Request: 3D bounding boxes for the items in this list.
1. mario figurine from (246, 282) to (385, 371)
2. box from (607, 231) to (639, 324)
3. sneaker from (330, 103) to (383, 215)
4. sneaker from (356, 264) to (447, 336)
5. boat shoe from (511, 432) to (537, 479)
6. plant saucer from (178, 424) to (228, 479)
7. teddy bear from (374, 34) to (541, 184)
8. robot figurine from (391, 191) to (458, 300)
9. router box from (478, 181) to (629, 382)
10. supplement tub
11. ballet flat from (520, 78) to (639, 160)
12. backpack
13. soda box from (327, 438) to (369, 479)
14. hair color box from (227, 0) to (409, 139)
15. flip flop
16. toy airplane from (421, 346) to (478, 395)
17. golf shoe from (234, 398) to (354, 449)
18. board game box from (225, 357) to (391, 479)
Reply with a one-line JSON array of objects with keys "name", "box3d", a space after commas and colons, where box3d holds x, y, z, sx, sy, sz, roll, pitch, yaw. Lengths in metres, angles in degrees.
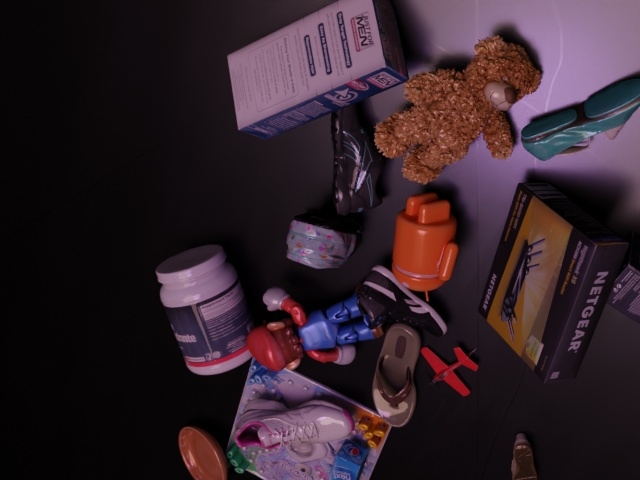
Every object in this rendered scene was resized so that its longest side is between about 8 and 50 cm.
[{"name": "mario figurine", "box3d": [-0.019, 0.196, 1.848, 0.321, 0.170, 0.198, -18, 69, 10]}, {"name": "box", "box3d": [0.621, 0.087, 1.486, 0.158, 0.156, 0.093, 33, 123, 7]}, {"name": "sneaker", "box3d": [0.075, -0.187, 1.662, 0.106, 0.101, 0.267, -4, 109, -3]}, {"name": "sneaker", "box3d": [0.165, 0.167, 1.735, 0.217, 0.121, 0.079, 41, 162, -6]}, {"name": "boat shoe", "box3d": [0.467, 0.515, 1.827, 0.056, 0.048, 0.153, -6, 117, 14]}, {"name": "plant saucer", "box3d": [-0.318, 0.597, 2.187, 0.200, 0.037, 0.200, 23, 124, 39]}, {"name": "teddy bear", "box3d": [0.259, -0.233, 1.511, 0.338, 0.113, 0.245, -19, 114, 24]}, {"name": "robot figurine", "box3d": [0.215, 0.013, 1.653, 0.158, 0.128, 0.219, 13, 118, 19]}, {"name": "router box", "box3d": [0.435, 0.077, 1.527, 0.081, 0.243, 0.308, -3, 121, -24]}, {"name": "supplement tub", "box3d": [-0.270, 0.166, 1.907, 0.191, 0.191, 0.272, -9, 109, 27]}, {"name": "ballet flat", "box3d": [0.495, -0.214, 1.461, 0.247, 0.083, 0.087, -22, 127, 31]}, {"name": "backpack", "box3d": [0.000, 0.000, 1.705, 0.152, 0.182, 0.115, 8, 93, 17]}, {"name": "soda box", "box3d": [0.056, 0.599, 1.970, 0.067, 0.071, 0.210, 22, 120, 14]}, {"name": "hair color box", "box3d": [-0.011, -0.341, 1.568, 0.347, 0.105, 0.173, -18, 75, 31]}, {"name": "flip flop", "box3d": [0.174, 0.318, 1.841, 0.112, 0.080, 0.277, 16, 119, 17]}, {"name": "toy airplane", "box3d": [0.299, 0.291, 1.803, 0.151, 0.028, 0.151, 10, 116, 21]}, {"name": "golf shoe", "box3d": [-0.069, 0.461, 1.925, 0.306, 0.140, 0.115, -6, 109, 25]}, {"name": "board game box", "box3d": [-0.051, 0.530, 2.060, 0.390, 0.050, 0.390, 25, 121, 12]}]
